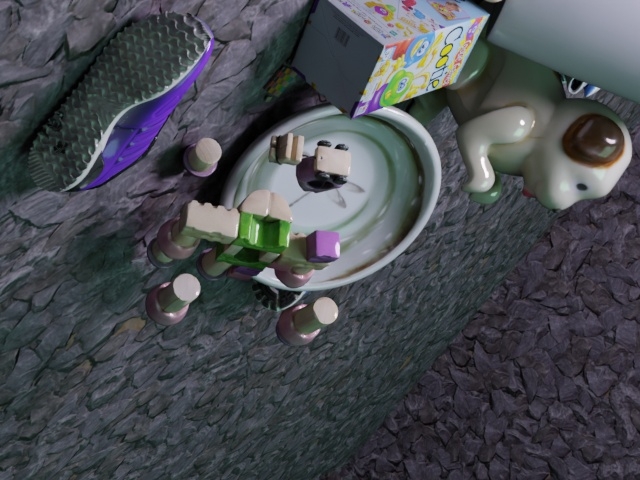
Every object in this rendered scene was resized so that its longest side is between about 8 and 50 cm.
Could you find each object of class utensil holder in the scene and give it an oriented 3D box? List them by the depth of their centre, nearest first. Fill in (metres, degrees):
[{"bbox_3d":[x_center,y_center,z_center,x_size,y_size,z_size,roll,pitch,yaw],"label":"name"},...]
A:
[{"bbox_3d":[0.508,-0.407,1.897,0.327,0.385,0.328,22,90,-90],"label":"utensil holder"}]

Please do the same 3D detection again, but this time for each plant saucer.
[{"bbox_3d":[0.008,-0.090,1.983,0.400,0.101,0.401,-12,131,-14],"label":"plant saucer"}]

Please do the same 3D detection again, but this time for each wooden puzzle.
[{"bbox_3d":[-0.062,-0.251,1.797,0.083,0.006,0.049,-49,160,11],"label":"wooden puzzle"}]

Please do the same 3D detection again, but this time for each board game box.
[{"bbox_3d":[0.112,-0.314,1.801,0.275,0.144,0.142,-24,149,-43],"label":"board game box"}]

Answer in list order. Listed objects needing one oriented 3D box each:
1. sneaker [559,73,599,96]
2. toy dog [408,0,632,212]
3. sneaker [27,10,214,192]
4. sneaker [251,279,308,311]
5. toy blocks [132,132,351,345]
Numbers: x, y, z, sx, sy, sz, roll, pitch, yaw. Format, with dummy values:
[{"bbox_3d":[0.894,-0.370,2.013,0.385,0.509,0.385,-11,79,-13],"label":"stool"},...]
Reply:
[{"bbox_3d":[0.505,-0.363,2.316,0.322,0.130,0.236,-32,-162,51],"label":"sneaker"},{"bbox_3d":[0.385,-0.228,2.114,0.395,0.408,0.284,-42,160,-6],"label":"toy dog"},{"bbox_3d":[-0.243,-0.174,1.488,0.293,0.102,0.146,-43,164,9],"label":"sneaker"},{"bbox_3d":[0.000,0.000,2.282,0.330,0.130,0.147,-44,175,8],"label":"sneaker"},{"bbox_3d":[-0.129,0.006,1.828,0.288,0.309,0.260,11,160,-20],"label":"toy blocks"}]
